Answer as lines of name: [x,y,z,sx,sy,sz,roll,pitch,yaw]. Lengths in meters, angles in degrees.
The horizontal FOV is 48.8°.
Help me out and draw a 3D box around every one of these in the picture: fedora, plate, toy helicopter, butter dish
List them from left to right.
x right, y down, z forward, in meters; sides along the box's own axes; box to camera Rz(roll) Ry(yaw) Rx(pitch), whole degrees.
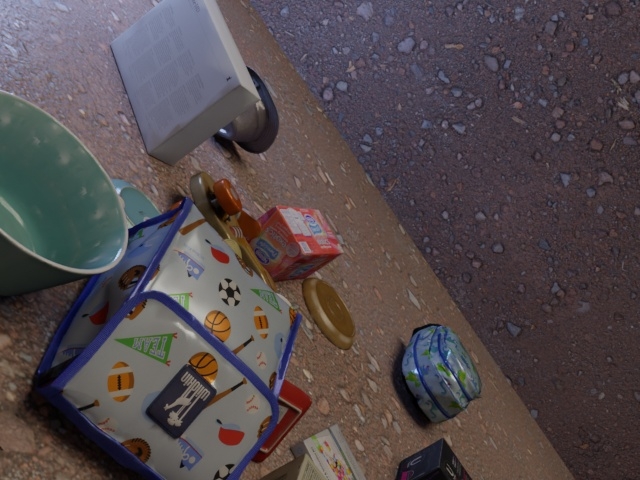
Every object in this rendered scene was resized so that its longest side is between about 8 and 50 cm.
plate: [-0.370,-0.052,1.440,0.188,0.024,0.188,48,19,-22]
fedora: [-0.254,-0.377,2.047,0.124,0.243,0.276,-19,77,-41]
toy helicopter: [-0.206,-0.008,1.679,0.355,0.140,0.235,60,6,-24]
butter dish: [-0.124,0.305,1.311,0.160,0.160,0.118,44,-4,-42]

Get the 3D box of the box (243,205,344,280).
box: [-0.074,0.009,1.894,0.154,0.142,0.300,60,18,10]

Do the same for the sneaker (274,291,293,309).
sneaker: [-0.156,0.173,1.506,0.300,0.111,0.121,21,49,-52]

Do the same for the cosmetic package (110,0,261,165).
cosmetic package: [-0.337,-0.415,1.722,0.097,0.284,0.377,25,36,-57]

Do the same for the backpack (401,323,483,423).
backpack: [0.380,0.425,2.234,0.355,0.273,0.290,-20,84,-59]

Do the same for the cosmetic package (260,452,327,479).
cosmetic package: [0.009,0.551,1.236,0.309,0.113,0.160,55,18,-6]

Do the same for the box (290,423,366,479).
box: [0.021,0.480,1.506,0.145,0.038,0.186,61,20,15]

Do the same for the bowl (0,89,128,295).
bowl: [-0.447,-0.046,1.009,0.311,0.163,0.312,49,20,-24]

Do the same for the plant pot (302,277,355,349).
plant pot: [0.032,0.201,2.018,0.236,0.032,0.236,47,20,-23]

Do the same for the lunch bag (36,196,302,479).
lunch bag: [-0.223,0.178,1.112,0.328,0.238,0.386,49,36,-23]

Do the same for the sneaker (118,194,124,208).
sneaker: [-0.417,-0.056,1.229,0.221,0.087,0.128,31,29,-50]

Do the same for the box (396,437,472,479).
box: [0.322,0.669,1.777,0.270,0.143,0.165,55,16,0]

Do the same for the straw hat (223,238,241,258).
straw hat: [-0.185,0.069,1.519,0.061,0.145,0.144,17,2,25]
